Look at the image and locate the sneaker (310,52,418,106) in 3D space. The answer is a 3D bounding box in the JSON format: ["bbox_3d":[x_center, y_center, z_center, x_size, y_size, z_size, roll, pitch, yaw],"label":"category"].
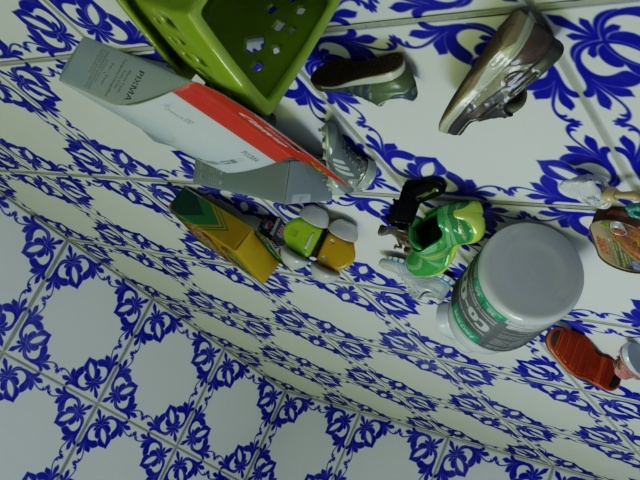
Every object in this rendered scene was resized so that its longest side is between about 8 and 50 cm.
[{"bbox_3d":[0.075,-0.250,1.437,0.192,0.064,0.086,2,145,43],"label":"sneaker"}]

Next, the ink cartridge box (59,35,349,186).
[{"bbox_3d":[-0.179,-0.171,1.397,0.385,0.091,0.308,29,179,32],"label":"ink cartridge box"}]

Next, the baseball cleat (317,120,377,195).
[{"bbox_3d":[0.054,-0.163,1.714,0.109,0.072,0.206,-3,150,3],"label":"baseball cleat"}]

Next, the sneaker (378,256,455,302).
[{"bbox_3d":[0.222,0.097,2.125,0.190,0.083,0.071,20,175,23],"label":"sneaker"}]

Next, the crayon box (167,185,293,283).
[{"bbox_3d":[-0.238,-0.003,2.330,0.318,0.081,0.202,30,166,32],"label":"crayon box"}]

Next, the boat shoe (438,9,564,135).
[{"bbox_3d":[0.252,-0.217,1.260,0.092,0.103,0.285,31,155,-1],"label":"boat shoe"}]

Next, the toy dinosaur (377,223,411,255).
[{"bbox_3d":[0.217,0.016,2.000,0.211,0.064,0.112,35,-169,-39],"label":"toy dinosaur"}]

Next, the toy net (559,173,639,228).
[{"bbox_3d":[0.508,-0.063,1.435,0.232,0.045,0.122,20,162,20],"label":"toy net"}]

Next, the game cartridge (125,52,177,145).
[{"bbox_3d":[-0.337,-0.284,1.879,0.198,0.062,0.297,13,158,21],"label":"game cartridge"}]

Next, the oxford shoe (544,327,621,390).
[{"bbox_3d":[0.617,0.290,2.143,0.271,0.097,0.098,36,164,-29],"label":"oxford shoe"}]

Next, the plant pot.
[{"bbox_3d":[-0.139,-0.343,1.236,0.207,0.228,0.227,21,163,36],"label":"plant pot"}]

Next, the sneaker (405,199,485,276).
[{"bbox_3d":[0.227,-0.011,1.783,0.123,0.109,0.295,4,157,-15],"label":"sneaker"}]

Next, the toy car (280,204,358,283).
[{"bbox_3d":[0.000,0.000,2.109,0.182,0.159,0.136,26,-163,-2],"label":"toy car"}]

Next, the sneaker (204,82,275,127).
[{"bbox_3d":[-0.144,-0.257,1.667,0.124,0.107,0.283,15,168,6],"label":"sneaker"}]

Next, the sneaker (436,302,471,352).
[{"bbox_3d":[0.414,0.214,2.169,0.169,0.108,0.292,-6,164,28],"label":"sneaker"}]

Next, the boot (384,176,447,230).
[{"bbox_3d":[0.185,-0.071,1.720,0.045,0.099,0.121,40,155,-30],"label":"boot"}]

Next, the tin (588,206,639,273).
[{"bbox_3d":[0.541,0.000,1.567,0.106,0.040,0.190,8,155,31],"label":"tin"}]

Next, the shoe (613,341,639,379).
[{"bbox_3d":[0.716,0.286,2.051,0.081,0.063,0.178,-1,152,43],"label":"shoe"}]

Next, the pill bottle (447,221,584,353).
[{"bbox_3d":[0.382,0.114,1.802,0.204,0.204,0.361,24,160,4],"label":"pill bottle"}]

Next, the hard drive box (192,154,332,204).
[{"bbox_3d":[-0.113,-0.141,1.799,0.232,0.089,0.181,13,-169,31],"label":"hard drive box"}]

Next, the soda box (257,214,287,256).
[{"bbox_3d":[-0.106,0.000,2.319,0.053,0.060,0.169,12,157,28],"label":"soda box"}]
